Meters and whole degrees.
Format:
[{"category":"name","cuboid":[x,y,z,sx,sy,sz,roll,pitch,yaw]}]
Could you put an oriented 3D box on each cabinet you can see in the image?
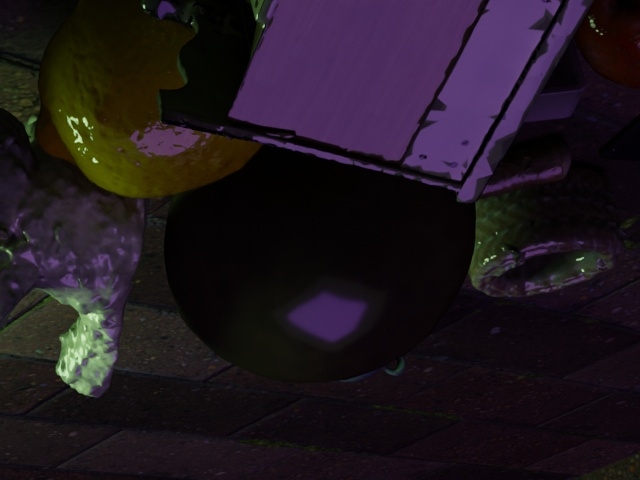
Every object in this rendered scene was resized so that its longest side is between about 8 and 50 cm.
[{"category":"cabinet","cuboid":[0.035,-0.236,1.309,0.318,0.227,0.290,12,128,-20]}]

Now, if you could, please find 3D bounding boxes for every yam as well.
[{"category":"yam","cuboid":[0.206,-0.083,2.064,0.299,0.066,0.066,-15,156,3]}]

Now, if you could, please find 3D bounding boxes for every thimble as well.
[{"category":"thimble","cuboid":[0.322,-0.010,2.173,0.229,0.148,0.196,-2,155,-16]}]

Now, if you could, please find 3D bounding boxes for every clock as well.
[{"category":"clock","cuboid":[0.188,-0.207,1.676,0.197,0.150,0.063,-7,153,-10]}]

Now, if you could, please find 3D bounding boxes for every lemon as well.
[{"category":"lemon","cuboid":[-0.163,-0.161,1.523,0.288,0.234,0.233,-22,156,-4]}]

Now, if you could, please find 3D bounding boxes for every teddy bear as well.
[{"category":"teddy bear","cuboid":[-0.379,-0.022,1.655,0.362,0.327,0.375,12,147,-9]}]

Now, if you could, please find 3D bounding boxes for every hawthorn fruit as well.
[{"category":"hawthorn fruit","cuboid":[0.360,-0.257,1.631,0.172,0.173,0.173,-9,156,-4]}]

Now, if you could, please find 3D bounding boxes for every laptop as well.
[{"category":"laptop","cuboid":[0.495,-0.160,2.078,0.129,0.016,0.180,1,152,-27]}]

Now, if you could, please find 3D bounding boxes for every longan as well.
[{"category":"longan","cuboid":[0.000,0.000,1.840,0.404,0.336,0.405,-4,118,-8]}]

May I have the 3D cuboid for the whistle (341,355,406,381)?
[{"category":"whistle","cuboid":[0.013,0.143,2.412,0.289,0.163,0.163,29,148,-2]}]
